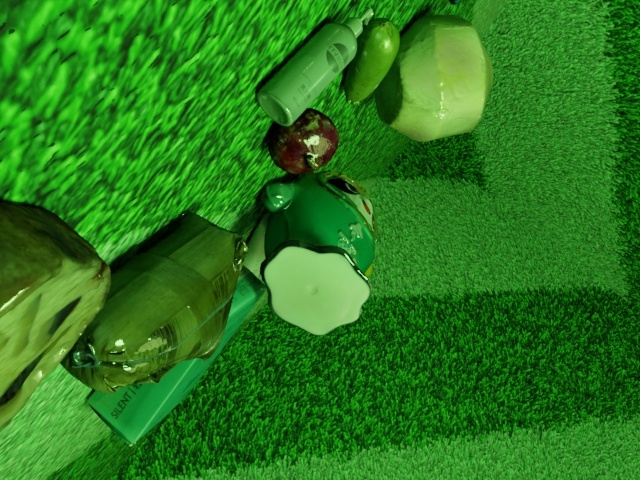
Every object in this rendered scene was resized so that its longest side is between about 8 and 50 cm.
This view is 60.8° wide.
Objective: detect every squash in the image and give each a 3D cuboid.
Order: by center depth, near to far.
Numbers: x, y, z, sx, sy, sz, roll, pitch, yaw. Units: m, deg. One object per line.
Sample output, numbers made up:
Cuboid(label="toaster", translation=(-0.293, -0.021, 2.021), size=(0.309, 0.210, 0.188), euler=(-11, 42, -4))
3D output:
Cuboid(label="squash", translation=(0.075, -0.280, 0.878), size=(0.066, 0.066, 0.201), euler=(-49, 178, -21))

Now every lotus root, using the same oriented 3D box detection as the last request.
Cuboid(label="lotus root", translation=(-0.246, 0.066, 0.435), size=(0.170, 0.074, 0.260), euler=(-51, 177, -37))

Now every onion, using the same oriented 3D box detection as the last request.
Cuboid(label="onion", translation=(-0.023, -0.141, 0.796), size=(0.107, 0.097, 0.107), euler=(-12, 148, -8))

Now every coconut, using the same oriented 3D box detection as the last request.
Cuboid(label="coconut", translation=(0.242, -0.328, 1.123), size=(0.259, 0.259, 0.259), euler=(-51, 175, -6))

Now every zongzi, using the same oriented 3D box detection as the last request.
Cuboid(label="zongzi", translation=(-0.208, 0.134, 0.696), size=(0.251, 0.125, 0.274), euler=(-44, 156, -48))

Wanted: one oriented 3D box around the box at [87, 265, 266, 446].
Cuboid(label="box", translation=(-0.252, 0.185, 0.980), size=(0.311, 0.118, 0.205), euler=(-53, 173, 17))

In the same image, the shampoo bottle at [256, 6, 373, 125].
Cuboid(label="shampoo bottle", translation=(0.004, -0.224, 0.666), size=(0.195, 0.056, 0.056), euler=(-51, 175, -16))

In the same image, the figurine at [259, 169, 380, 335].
Cuboid(label="figurine", translation=(0.000, 0.000, 1.066), size=(0.231, 0.323, 0.340), euler=(-30, -159, 21))

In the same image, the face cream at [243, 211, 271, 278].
Cuboid(label="face cream", translation=(-0.140, 0.020, 1.210), size=(0.092, 0.058, 0.243), euler=(-37, 160, -53))

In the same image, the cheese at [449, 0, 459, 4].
Cuboid(label="cheese", translation=(0.381, -0.587, 1.054), size=(0.329, 0.129, 0.217), euler=(-40, -177, 24))
